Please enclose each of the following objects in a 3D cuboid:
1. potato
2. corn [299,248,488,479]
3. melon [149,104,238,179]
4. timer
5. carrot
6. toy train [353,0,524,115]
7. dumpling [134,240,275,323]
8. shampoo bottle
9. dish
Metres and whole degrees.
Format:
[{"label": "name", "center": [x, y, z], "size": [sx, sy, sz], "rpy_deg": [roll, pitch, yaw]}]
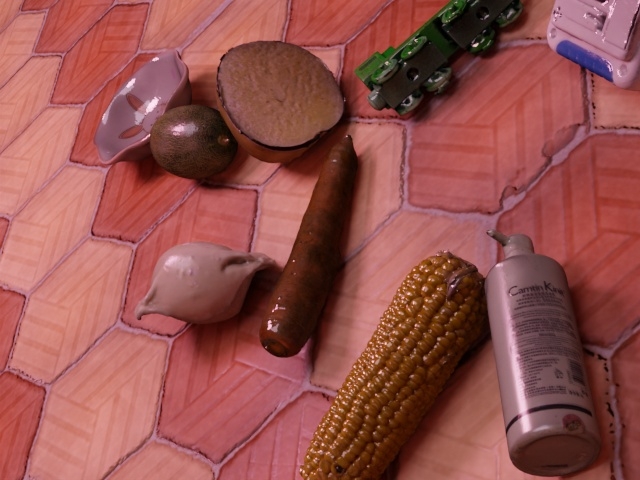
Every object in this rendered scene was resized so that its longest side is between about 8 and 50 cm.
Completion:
[{"label": "potato", "center": [-0.069, -0.176, 1.565], "size": [0.117, 0.182, 0.202], "rpy_deg": [116, 140, -50]}, {"label": "corn", "center": [0.083, 0.146, 1.161], "size": [0.106, 0.106, 0.293], "rpy_deg": [23, 80, 51]}, {"label": "melon", "center": [-0.188, -0.149, 1.666], "size": [0.167, 0.114, 0.114], "rpy_deg": [2, 60, 46]}, {"label": "timer", "center": [0.340, -0.305, 1.208], "size": [0.178, 0.078, 0.253], "rpy_deg": [46, 129, 52]}, {"label": "carrot", "center": [-0.001, 0.000, 1.397], "size": [0.070, 0.070, 0.342], "rpy_deg": [-13, 45, 38]}, {"label": "toy train", "center": [0.157, -0.266, 1.456], "size": [0.251, 0.085, 0.119], "rpy_deg": [-41, 23, 6]}, {"label": "dumpling", "center": [-0.154, 0.053, 1.479], "size": [0.155, 0.181, 0.111], "rpy_deg": [-109, 23, -80]}, {"label": "shampoo bottle", "center": [0.211, 0.097, 1.082], "size": [0.085, 0.085, 0.262], "rpy_deg": [-27, 42, 26]}, {"label": "dish", "center": [-0.275, -0.204, 1.829], "size": [0.229, 0.081, 0.229], "rpy_deg": [-30, 40, 29]}]
